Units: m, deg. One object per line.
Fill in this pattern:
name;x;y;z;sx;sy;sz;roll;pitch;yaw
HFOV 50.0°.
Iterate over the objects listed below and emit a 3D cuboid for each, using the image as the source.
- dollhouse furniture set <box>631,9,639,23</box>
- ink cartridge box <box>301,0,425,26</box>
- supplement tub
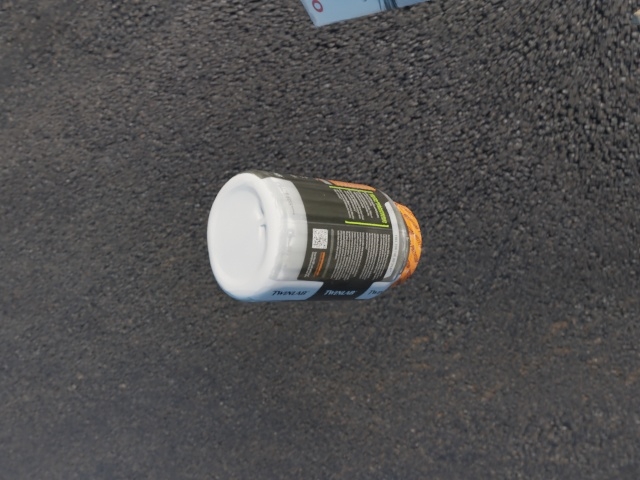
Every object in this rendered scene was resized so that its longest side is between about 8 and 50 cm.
dollhouse furniture set;0.506;-0.375;0.655;0.394;0.257;0.362;33;120;50
ink cartridge box;0.048;-0.263;0.548;0.191;0.082;0.139;3;138;46
supplement tub;0.000;0.000;0.649;0.117;0.190;0.117;-6;83;49
